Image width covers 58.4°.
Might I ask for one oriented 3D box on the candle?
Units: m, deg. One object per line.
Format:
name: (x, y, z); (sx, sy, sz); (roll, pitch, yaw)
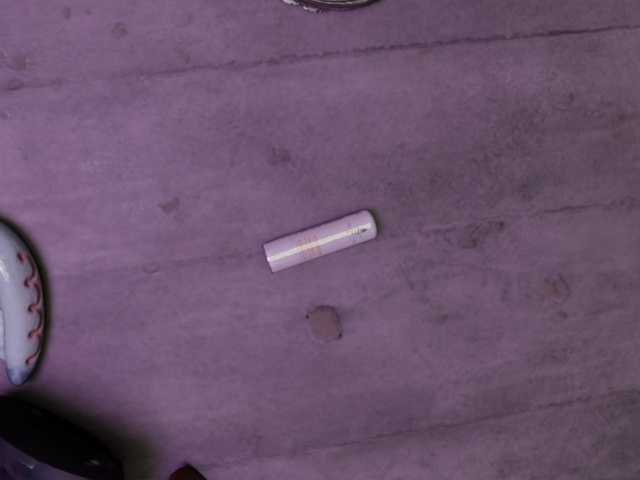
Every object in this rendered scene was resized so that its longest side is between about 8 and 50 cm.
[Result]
candle: (-0.377, 0.352, 0.603); (0.221, 0.221, 0.343); (33, 83, -11)

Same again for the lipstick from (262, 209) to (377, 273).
lipstick: (0.000, 0.000, 0.708); (0.141, 0.040, 0.040); (-19, 101, -5)

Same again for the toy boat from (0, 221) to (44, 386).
toy boat: (-0.391, 0.074, 0.650); (0.134, 0.079, 0.208); (2, 100, -5)

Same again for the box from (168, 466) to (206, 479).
box: (-0.169, 0.472, 0.612); (0.229, 0.339, 0.239); (-43, 102, 4)

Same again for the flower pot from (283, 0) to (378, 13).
flower pot: (0.023, -0.372, 0.604); (0.235, 0.140, 0.236); (-1, 101, -7)
